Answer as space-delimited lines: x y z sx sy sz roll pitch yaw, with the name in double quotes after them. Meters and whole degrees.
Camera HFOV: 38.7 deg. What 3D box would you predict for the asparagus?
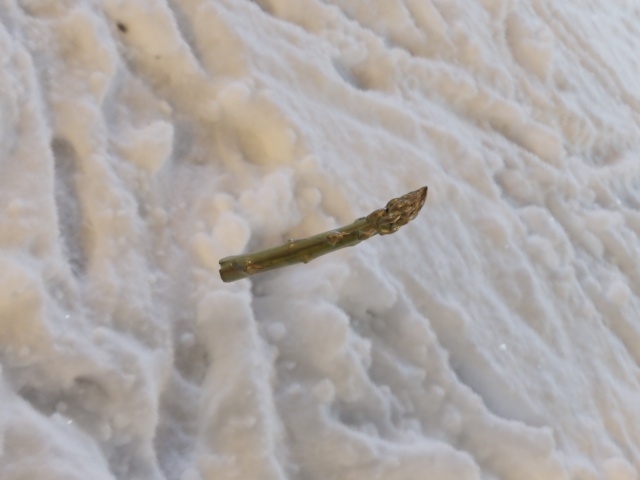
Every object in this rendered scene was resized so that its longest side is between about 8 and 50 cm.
0.000 0.000 0.413 0.015 0.114 0.014 62 30 -18 "asparagus"
